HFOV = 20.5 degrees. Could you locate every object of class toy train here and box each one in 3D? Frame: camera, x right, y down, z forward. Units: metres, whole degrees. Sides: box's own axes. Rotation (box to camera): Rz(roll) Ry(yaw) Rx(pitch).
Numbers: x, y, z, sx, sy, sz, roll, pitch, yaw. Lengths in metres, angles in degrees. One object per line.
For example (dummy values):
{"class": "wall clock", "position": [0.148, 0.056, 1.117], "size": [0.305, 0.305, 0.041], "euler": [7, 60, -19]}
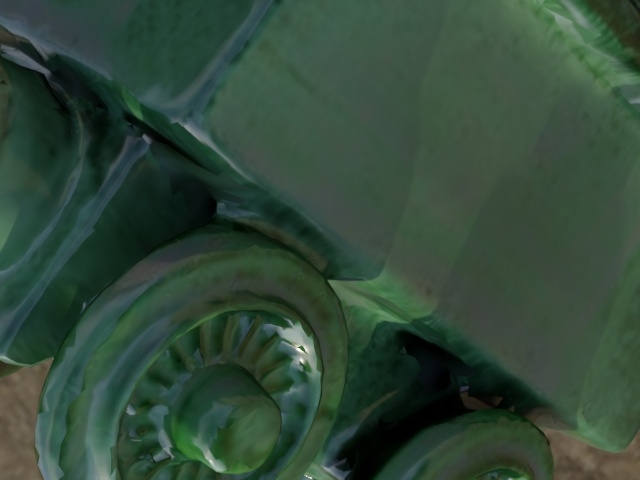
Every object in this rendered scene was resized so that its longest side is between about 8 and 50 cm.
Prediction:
{"class": "toy train", "position": [0.000, 0.000, 0.490], "size": [0.145, 0.202, 0.266], "euler": [32, 177, 43]}
